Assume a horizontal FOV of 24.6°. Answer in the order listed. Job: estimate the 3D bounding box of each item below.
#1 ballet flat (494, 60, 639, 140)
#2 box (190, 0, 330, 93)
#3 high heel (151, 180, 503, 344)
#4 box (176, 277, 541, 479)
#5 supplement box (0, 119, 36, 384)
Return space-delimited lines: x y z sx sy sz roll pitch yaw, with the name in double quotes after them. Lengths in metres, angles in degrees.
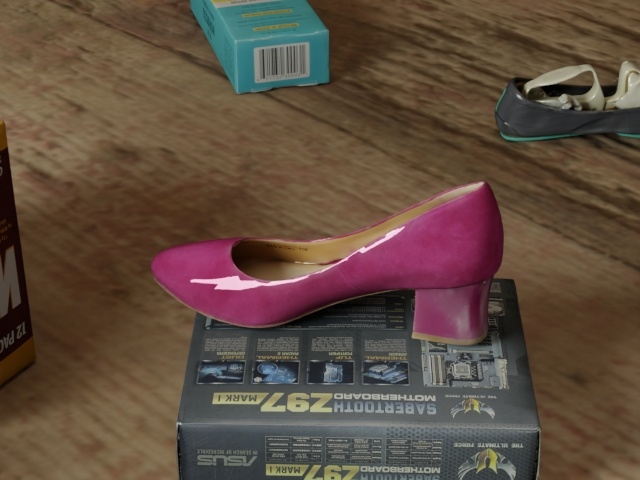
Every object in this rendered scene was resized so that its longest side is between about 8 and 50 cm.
0.264 -0.130 1.364 0.203 0.074 0.074 -1 30 -2 "ballet flat"
-0.068 -0.236 1.558 0.100 0.060 0.244 -8 32 -13 "box"
0.000 0.000 0.981 0.244 0.117 0.082 10 32 18 "high heel"
0.025 0.093 0.998 0.232 0.059 0.183 0 29 1 "box"
-0.320 0.007 1.017 0.191 0.194 0.129 16 34 27 "supplement box"
